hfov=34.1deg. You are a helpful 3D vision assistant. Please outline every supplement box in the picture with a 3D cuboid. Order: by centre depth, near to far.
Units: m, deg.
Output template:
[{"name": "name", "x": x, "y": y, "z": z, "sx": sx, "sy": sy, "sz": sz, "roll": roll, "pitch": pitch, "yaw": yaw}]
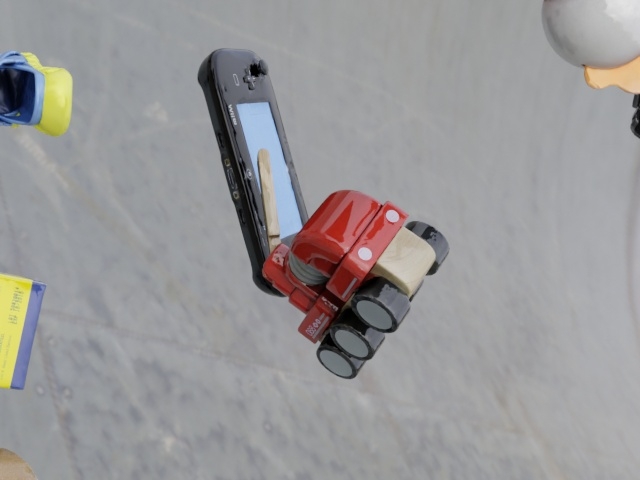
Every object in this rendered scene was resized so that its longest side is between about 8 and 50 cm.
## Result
[{"name": "supplement box", "x": -0.689, "y": 0.129, "z": 1.820, "sx": 0.356, "sy": 0.194, "sz": 0.195, "roll": 14, "pitch": -5, "yaw": -25}]

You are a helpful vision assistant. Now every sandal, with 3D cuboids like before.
[{"name": "sandal", "x": -0.486, "y": -0.231, "z": 1.578, "sx": 0.138, "sy": 0.126, "sz": 0.317, "roll": 5, "pitch": 5, "yaw": -33}]

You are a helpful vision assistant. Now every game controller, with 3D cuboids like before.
[{"name": "game controller", "x": -0.074, "y": -0.087, "z": 1.329, "sx": 0.166, "sy": 0.067, "sz": 0.319, "roll": -28, "pitch": 102, "yaw": -76}]

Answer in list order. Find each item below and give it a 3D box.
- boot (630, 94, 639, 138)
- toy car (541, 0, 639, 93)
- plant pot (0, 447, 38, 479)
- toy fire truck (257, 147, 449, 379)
[{"name": "boot", "x": 0.544, "y": -0.310, "z": 1.541, "sx": 0.118, "sy": 0.223, "sz": 0.338, "roll": 22, "pitch": -31, "yaw": 33}, {"name": "toy car", "x": 0.277, "y": -0.259, "z": 1.016, "sx": 0.238, "sy": 0.210, "sz": 0.219, "roll": 61, "pitch": -10, "yaw": -1}, {"name": "plant pot", "x": -0.520, "y": 0.372, "z": 1.310, "sx": 0.254, "sy": 0.237, "sz": 0.237, "roll": 21, "pitch": 38, "yaw": -53}, {"name": "toy fire truck", "x": 0.000, "y": 0.000, "z": 1.168, "sx": 0.246, "sy": 0.217, "sz": 0.158, "roll": 36, "pitch": 59, "yaw": 3}]
